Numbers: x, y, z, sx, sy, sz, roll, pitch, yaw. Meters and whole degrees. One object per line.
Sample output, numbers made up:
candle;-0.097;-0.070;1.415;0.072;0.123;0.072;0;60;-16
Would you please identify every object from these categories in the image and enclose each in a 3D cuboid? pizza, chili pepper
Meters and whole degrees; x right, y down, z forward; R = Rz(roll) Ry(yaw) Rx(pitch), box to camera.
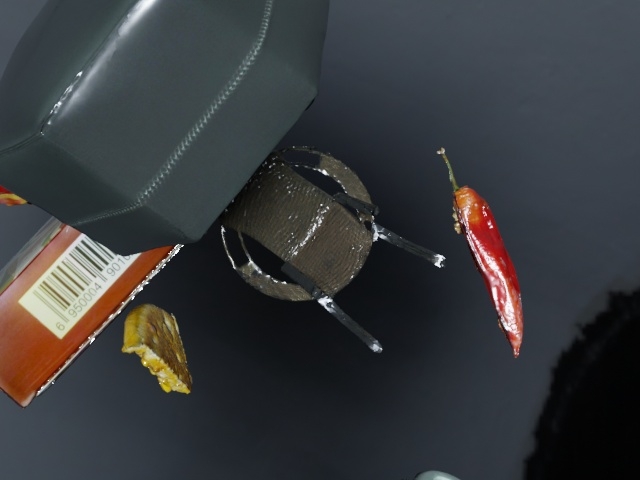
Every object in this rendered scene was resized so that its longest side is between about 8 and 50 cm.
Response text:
pizza;-0.209;0.142;1.660;0.041;0.178;0.131;-27;107;9
chili pepper;0.199;0.011;1.554;0.050;0.268;0.059;-21;169;-2

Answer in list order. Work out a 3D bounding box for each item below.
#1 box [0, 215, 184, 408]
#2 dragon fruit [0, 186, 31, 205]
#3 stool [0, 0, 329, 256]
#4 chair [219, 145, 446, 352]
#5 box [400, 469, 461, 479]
box;-0.302;0.014;1.685;0.122;0.344;0.385;44;178;-12
dragon fruit;-0.380;-0.101;1.462;0.133;0.136;0.166;-40;113;5
stool;-0.107;-0.107;0.828;0.141;0.232;0.232;37;135;-26
chair;0.000;0.000;1.423;0.213;0.174;0.149;35;177;39
box;0.130;0.300;0.965;0.243;0.163;0.135;31;108;7
